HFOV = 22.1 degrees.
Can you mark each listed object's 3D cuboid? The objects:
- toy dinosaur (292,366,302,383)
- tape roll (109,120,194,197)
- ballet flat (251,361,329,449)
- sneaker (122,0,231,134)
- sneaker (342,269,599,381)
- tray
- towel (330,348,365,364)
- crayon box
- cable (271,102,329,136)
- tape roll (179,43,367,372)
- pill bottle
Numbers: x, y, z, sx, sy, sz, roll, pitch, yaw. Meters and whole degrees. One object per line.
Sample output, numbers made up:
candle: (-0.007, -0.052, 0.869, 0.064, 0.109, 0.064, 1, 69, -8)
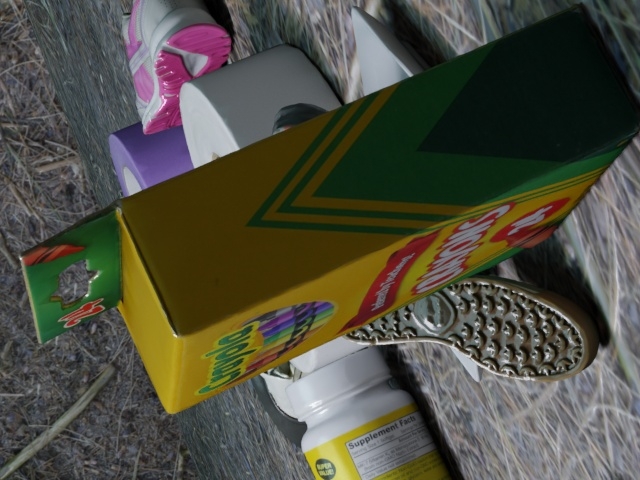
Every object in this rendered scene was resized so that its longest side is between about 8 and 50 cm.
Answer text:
toy dinosaur: (-0.046, 0.013, 1.674, 0.118, 0.064, 0.268, 85, 171, -64)
tape roll: (-0.184, -0.030, 2.158, 0.275, 0.090, 0.275, 61, 167, 23)
ballet flat: (-0.041, 0.112, 1.790, 0.096, 0.095, 0.280, -158, 44, -82)
sneaker: (-0.152, -0.199, 1.719, 0.252, 0.103, 0.111, 113, 136, -65)
sneaker: (0.106, 0.042, 1.086, 0.192, 0.086, 0.064, 8, 108, 32)
tray: (0.080, -0.032, 1.180, 0.145, 0.030, 0.270, 54, 162, 43)
towel: (0.013, 0.094, 1.702, 0.148, 0.027, 0.110, 63, 168, 12)
crayon box: (0.000, 0.000, 0.900, 0.081, 0.318, 0.202, 64, 168, 12)
cable: (0.014, -0.004, 1.200, 0.139, 0.072, 0.287, 25, 153, 7)
tape roll: (-0.025, -0.027, 1.469, 0.286, 0.100, 0.286, 60, 166, 26)
pill bottle: (0.054, 0.213, 1.541, 0.208, 0.119, 0.119, 65, 168, 8)
